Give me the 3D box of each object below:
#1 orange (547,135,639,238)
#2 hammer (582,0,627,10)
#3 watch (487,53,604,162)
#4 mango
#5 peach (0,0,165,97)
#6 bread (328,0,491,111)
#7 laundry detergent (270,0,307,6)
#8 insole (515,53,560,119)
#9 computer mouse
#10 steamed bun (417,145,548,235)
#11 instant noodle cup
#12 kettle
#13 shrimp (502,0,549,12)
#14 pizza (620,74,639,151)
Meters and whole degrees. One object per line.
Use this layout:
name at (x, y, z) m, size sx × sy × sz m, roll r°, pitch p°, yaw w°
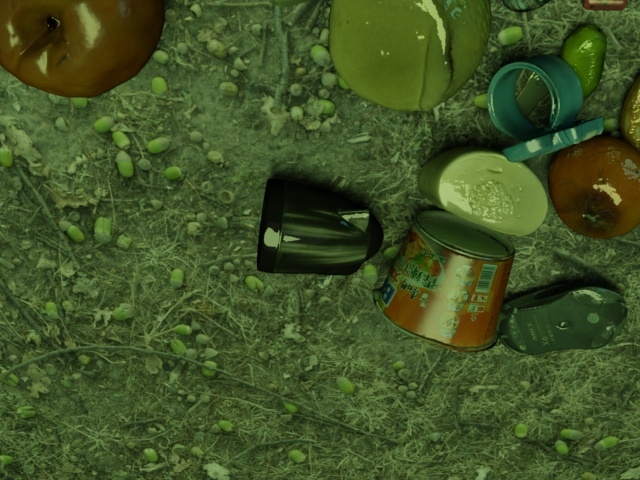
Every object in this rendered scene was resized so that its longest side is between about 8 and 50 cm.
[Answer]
orange at (0.572, -0.106, 1.917) m, size 0.224 × 0.170 × 0.224 m, roll 17°, pitch 138°, yaw 16°
hammer at (0.547, -0.464, 1.797) m, size 0.083 × 0.043 × 0.043 m, roll 4°, pitch 121°, yaw 7°
watch at (0.435, -0.268, 1.836) m, size 0.211 × 0.211 × 0.193 m, roll -21°, pitch 92°, yaw 18°
mango at (0.516, -0.353, 1.849) m, size 0.091 × 0.074 × 0.165 m, roll 2°, pitch 133°, yaw -1°
peach at (-0.463, -0.444, 1.776) m, size 0.343 × 0.301 × 0.342 m, roll 5°, pitch 117°, yaw 10°
bread at (0.171, -0.408, 1.770) m, size 0.321 × 0.237 × 0.320 m, roll 11°, pitch 122°, yaw 18°
laundry detergent at (-0.056, -0.583, 1.766) m, size 0.181 × 0.091 × 0.253 m, roll -12°, pitch 118°, yaw 12°
insole at (0.443, -0.306, 1.922) m, size 0.064 × 0.004 × 0.188 m, roll 32°, pitch 119°, yaw -11°
computer mouse at (0.515, 0.181, 2.160) m, size 0.379 × 0.090 × 0.167 m, roll -13°, pitch 113°, yaw 21°
steamed bun at (0.341, -0.115, 1.943) m, size 0.250 × 0.200 × 0.154 m, roll 22°, pitch 98°, yaw -10°
instant noodle cup at (0.284, 0.076, 2.027) m, size 0.296 × 0.296 × 0.214 m, roll 16°, pitch 112°, yaw -3°
kettle at (0.002, 0.000, 2.048) m, size 0.271 × 0.207 × 0.250 m, roll 6°, pitch 115°, yaw -6°
shrimp at (0.474, -0.553, 1.689) m, size 0.372 × 0.137 × 0.172 m, roll -38°, pitch 126°, yaw 26°
pizza at (0.675, -0.282, 1.878) m, size 0.127 × 0.058 × 0.246 m, roll 8°, pitch 121°, yaw 4°
